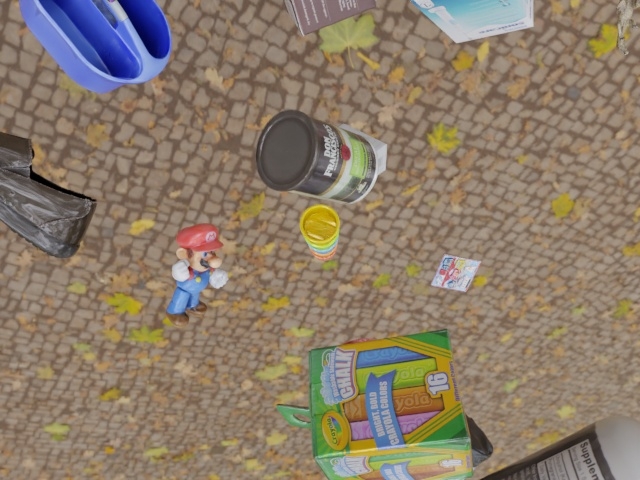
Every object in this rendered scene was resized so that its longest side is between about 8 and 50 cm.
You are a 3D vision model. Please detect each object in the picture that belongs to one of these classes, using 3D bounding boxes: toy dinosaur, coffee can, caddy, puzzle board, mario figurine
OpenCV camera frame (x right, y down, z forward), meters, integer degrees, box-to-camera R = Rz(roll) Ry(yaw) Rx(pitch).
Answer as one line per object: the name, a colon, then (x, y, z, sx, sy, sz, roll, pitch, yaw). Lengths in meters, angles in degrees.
toy dinosaur: (0.603, -0.462, 1.178, 0.053, 0.092, 0.183, 7, 108, 12)
coffee can: (-0.004, -0.210, 1.565, 0.201, 0.202, 0.275, -42, 153, 27)
caddy: (-0.487, -0.493, 1.311, 0.179, 0.241, 0.341, -11, 123, 50)
puzzle board: (0.348, 0.087, 1.544, 0.096, 0.011, 0.128, 11, 138, 0)
mario figurine: (-0.336, 0.101, 1.679, 0.170, 0.198, 0.321, 10, 120, -13)

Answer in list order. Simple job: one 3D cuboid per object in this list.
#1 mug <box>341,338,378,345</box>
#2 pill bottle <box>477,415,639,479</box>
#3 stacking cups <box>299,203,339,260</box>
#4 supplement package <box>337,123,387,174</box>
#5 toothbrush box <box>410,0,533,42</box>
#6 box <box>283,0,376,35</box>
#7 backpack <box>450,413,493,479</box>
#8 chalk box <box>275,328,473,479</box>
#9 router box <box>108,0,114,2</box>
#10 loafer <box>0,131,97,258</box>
mug: (0.089, 0.326, 1.398, 0.150, 0.169, 0.113, 11, 147, -21)
pill bottle: (0.255, 0.271, 0.547, 0.318, 0.176, 0.176, -36, 130, 21)
stacking cups: (0.000, 0.000, 1.545, 0.095, 0.096, 0.316, -9, 165, -2)
supplement package: (0.105, -0.270, 1.867, 0.105, 0.179, 0.105, -38, 145, -30)
toothbrush box: (0.383, -0.617, 1.487, 0.216, 0.126, 0.295, -2, 174, 36)
box: (0.004, -0.641, 1.467, 0.203, 0.168, 0.167, -23, 134, -1)
backpack: (0.192, 0.542, 1.478, 0.356, 0.290, 0.273, -52, 157, 22)
chalk box: (0.079, 0.276, 0.943, 0.288, 0.179, 0.180, -11, 142, 9)
router box: (-0.347, -0.475, 0.968, 0.133, 0.179, 0.046, -43, 158, -18)
loafer: (-0.310, -0.074, 0.572, 0.078, 0.080, 0.220, -50, 121, -3)
